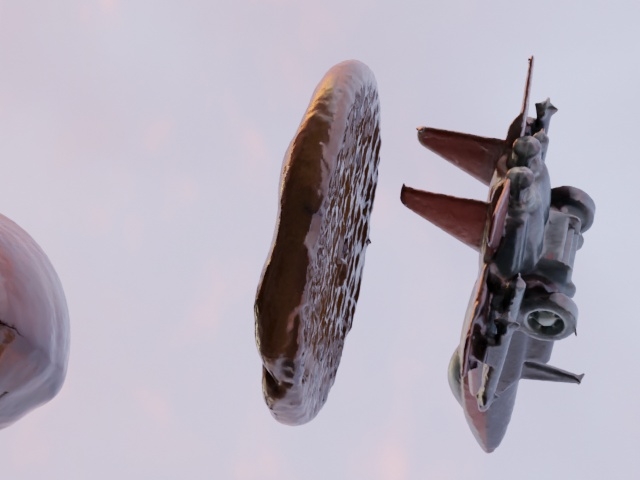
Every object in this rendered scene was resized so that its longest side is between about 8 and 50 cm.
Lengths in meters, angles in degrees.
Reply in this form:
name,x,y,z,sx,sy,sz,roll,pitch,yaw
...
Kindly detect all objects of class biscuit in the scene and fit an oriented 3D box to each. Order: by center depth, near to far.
name,x,y,z,sx,sy,sz,roll,pitch,yaw
biscuit,0.000,0.000,1.073,0.036,0.212,0.212,9,-89,9

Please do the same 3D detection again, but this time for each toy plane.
name,x,y,z,sx,sy,sz,roll,pitch,yaw
toy plane,0.123,0.044,1.216,0.104,0.326,0.223,4,-131,15

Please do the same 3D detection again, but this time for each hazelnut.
name,x,y,z,sx,sy,sz,roll,pitch,yaw
hazelnut,-0.300,0.054,1.501,0.208,0.208,0.208,-10,-103,47
